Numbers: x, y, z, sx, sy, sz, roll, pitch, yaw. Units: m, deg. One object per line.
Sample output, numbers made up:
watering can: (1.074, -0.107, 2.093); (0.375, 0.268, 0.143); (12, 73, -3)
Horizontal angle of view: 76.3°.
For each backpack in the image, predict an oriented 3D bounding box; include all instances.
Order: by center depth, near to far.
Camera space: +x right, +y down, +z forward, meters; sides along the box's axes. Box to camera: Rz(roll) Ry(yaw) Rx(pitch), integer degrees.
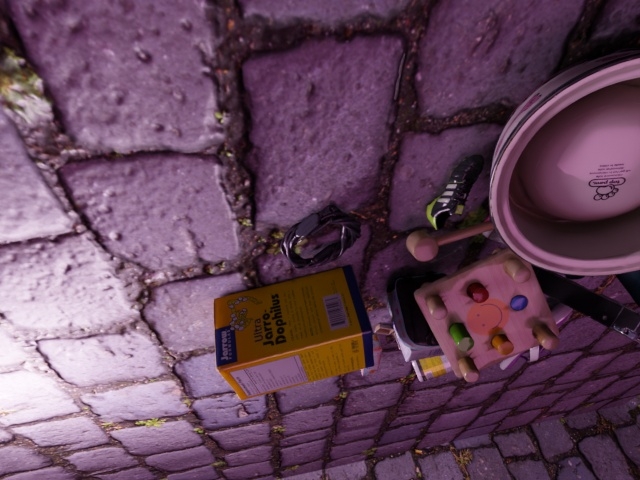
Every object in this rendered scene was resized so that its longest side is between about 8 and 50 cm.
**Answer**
backpack: (0.267, 0.194, 1.079); (0.165, 0.189, 0.144); (-6, 155, -14)

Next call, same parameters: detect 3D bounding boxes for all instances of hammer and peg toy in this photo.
hammer and peg toy: (0.355, 0.119, 0.901); (0.265, 0.127, 0.361); (-27, 106, 10)

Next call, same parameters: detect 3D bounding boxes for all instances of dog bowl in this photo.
dog bowl: (0.500, -0.135, 0.716); (0.407, 0.150, 0.408); (6, 129, 7)

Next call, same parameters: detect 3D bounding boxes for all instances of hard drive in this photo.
hard drive: (0.693, 0.168, 1.030); (0.236, 0.339, 0.064); (24, 99, -24)

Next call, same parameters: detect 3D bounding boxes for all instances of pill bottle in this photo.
pill bottle: (0.424, 0.403, 1.419); (0.208, 0.119, 0.119); (-22, 139, 8)

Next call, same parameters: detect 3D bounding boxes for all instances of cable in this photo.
cable: (0.000, 0.000, 0.895); (0.150, 0.047, 0.184); (21, 126, -41)

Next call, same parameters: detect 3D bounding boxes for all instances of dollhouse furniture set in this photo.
dollhouse furniture set: (0.216, 0.319, 1.288); (0.114, 0.081, 0.091); (15, 131, -30)

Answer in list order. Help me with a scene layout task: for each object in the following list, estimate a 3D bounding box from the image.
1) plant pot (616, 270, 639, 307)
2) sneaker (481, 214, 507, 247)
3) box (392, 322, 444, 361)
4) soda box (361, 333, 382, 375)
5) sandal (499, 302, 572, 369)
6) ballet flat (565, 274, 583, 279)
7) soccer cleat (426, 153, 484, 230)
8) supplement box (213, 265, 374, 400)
plant pot: (0.825, 0.006, 0.981); (0.271, 0.255, 0.272); (-9, 137, -8)
sneaker: (0.494, -0.012, 0.972); (0.252, 0.111, 0.103); (8, 135, -24)
box: (0.300, 0.278, 1.223); (0.126, 0.137, 0.072); (-7, 140, -9)
soda box: (0.164, 0.382, 1.358); (0.058, 0.063, 0.183); (-9, 139, -7)
sandal: (0.784, 0.376, 1.470); (0.169, 0.102, 0.416); (-25, 146, -32)
ballet flat: (0.624, 0.003, 0.968); (0.083, 0.087, 0.247); (-1, 148, 14)
soccer cleat: (0.285, -0.095, 0.843); (0.060, 0.072, 0.179); (7, 135, -24)
supplement box: (-0.063, 0.230, 1.015); (0.356, 0.195, 0.194); (-13, 140, -3)
